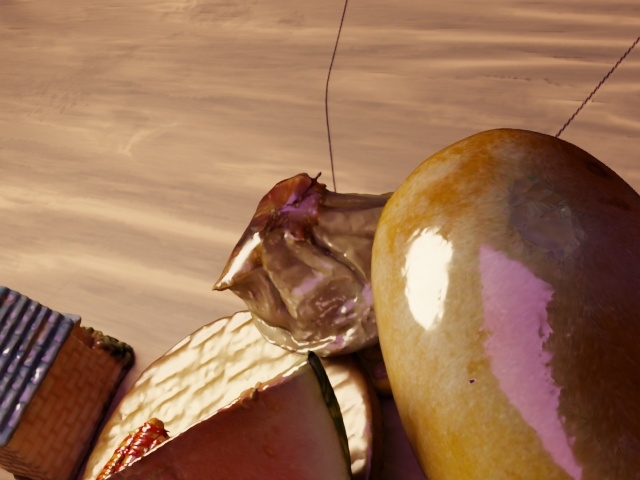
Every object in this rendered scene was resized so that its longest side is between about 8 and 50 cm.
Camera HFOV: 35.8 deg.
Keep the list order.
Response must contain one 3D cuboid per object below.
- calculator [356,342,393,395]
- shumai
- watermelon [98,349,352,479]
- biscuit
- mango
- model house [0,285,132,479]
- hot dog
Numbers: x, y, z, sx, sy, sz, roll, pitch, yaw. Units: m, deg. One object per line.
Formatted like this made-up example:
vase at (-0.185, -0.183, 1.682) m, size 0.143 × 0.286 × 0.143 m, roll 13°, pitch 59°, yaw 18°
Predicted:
calculator at (0.117, 0.043, 0.852) m, size 0.235 × 0.032 × 0.146 m, roll -34°, pitch 44°, yaw 8°
shumai at (0.000, 0.000, 0.843) m, size 0.201 × 0.120 × 0.201 m, roll -20°, pitch 33°, yaw 14°
watermelon at (-0.076, 0.187, 0.734) m, size 0.303 × 0.159 × 0.128 m, roll -33°, pitch 15°, yaw 21°
biscuit at (-0.084, 0.202, 0.846) m, size 0.318 × 0.040 × 0.317 m, roll -20°, pitch 49°, yaw 25°
mango at (0.160, 0.089, 0.663) m, size 0.222 × 0.199 × 0.384 m, roll -20°, pitch 55°, yaw -5°
model house at (-0.325, 0.130, 0.983) m, size 0.183 × 0.172 × 0.166 m, roll 1°, pitch 58°, yaw 35°
hot dog at (-0.173, 0.217, 0.846) m, size 0.062 × 0.038 × 0.144 m, roll 12°, pitch 67°, yaw 43°
